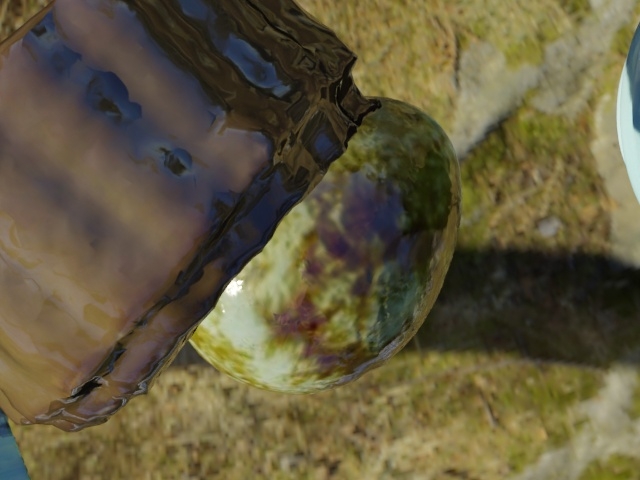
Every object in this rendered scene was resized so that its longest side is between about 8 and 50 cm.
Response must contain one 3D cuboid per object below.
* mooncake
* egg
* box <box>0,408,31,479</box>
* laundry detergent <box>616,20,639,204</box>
[{"bbox_3d":[-0.120,-0.037,0.993,0.187,0.324,0.324,43,111,-5],"label":"mooncake"},{"bbox_3d":[0.000,0.000,1.422,0.289,0.238,0.238,-40,124,-6],"label":"egg"},{"bbox_3d":[-0.354,0.162,1.354,0.187,0.335,0.047,-18,177,-37],"label":"box"},{"bbox_3d":[0.431,-0.112,1.400,0.305,0.287,0.287,2,140,44],"label":"laundry detergent"}]
